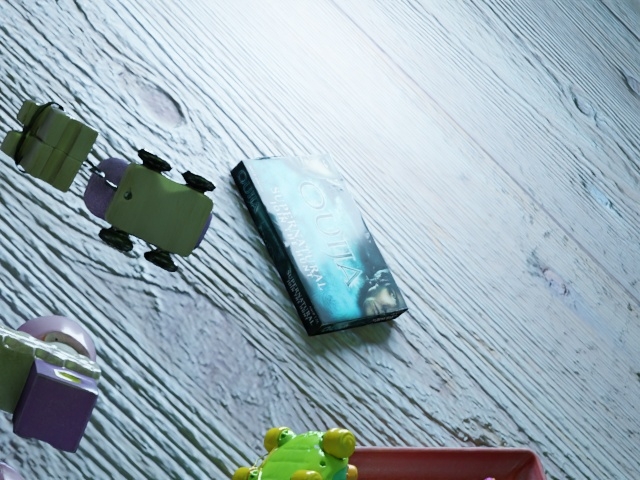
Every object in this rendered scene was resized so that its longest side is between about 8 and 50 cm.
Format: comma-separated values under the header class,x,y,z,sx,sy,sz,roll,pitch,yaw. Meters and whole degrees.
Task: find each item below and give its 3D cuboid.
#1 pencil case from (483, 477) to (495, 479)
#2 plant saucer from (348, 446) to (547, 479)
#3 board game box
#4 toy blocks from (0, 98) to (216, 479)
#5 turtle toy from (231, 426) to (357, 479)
class,x,y,z,sx,sy,sz,roll,pitch,yaw
pencil case,0.172,0.313,1.197,0.236,0.104,0.104,53,40,8
plant saucer,0.130,0.309,1.273,0.259,0.048,0.258,6,55,-38
board game box,0.000,0.000,1.418,0.126,0.026,0.186,-8,65,-45
toy blocks,-0.269,0.031,0.978,0.288,0.309,0.260,26,2,-14
turtle toy,-0.021,0.209,1.191,0.130,0.095,0.066,-49,120,-36
